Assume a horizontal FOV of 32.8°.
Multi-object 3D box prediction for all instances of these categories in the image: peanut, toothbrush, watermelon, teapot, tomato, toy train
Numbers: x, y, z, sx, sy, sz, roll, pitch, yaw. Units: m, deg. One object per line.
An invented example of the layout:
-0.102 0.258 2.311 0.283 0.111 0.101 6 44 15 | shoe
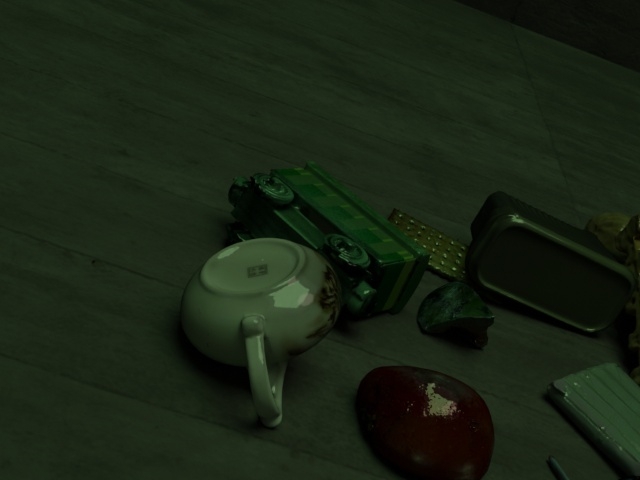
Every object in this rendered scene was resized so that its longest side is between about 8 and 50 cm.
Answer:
0.580 0.043 1.952 0.256 0.124 0.123 38 31 24 | peanut
0.330 0.339 1.356 0.019 0.013 0.193 1 35 -21 | toothbrush
0.193 0.108 1.628 0.101 0.080 0.155 -18 38 -1 | watermelon
-0.074 0.093 1.359 0.204 0.139 0.298 -4 31 6 | teapot
0.141 0.208 1.350 0.173 0.099 0.189 10 29 -20 | tomato
0.000 0.000 1.590 0.301 0.120 0.202 40 29 29 | toy train

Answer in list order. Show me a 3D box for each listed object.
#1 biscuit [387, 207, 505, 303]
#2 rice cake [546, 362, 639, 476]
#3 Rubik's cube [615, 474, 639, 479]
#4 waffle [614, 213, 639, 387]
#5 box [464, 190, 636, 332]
0.210 0.025 1.810 0.231 0.016 0.139 27 28 5 | biscuit
0.432 0.256 1.552 0.189 0.037 0.198 -6 39 -43 | rice cake
0.488 0.372 1.376 0.250 0.284 0.234 4 -13 42 | Rubik's cube
0.639 0.139 1.772 0.304 0.077 0.348 19 48 -11 | waffle
0.362 0.027 1.793 0.274 0.138 0.178 25 20 -13 | box
